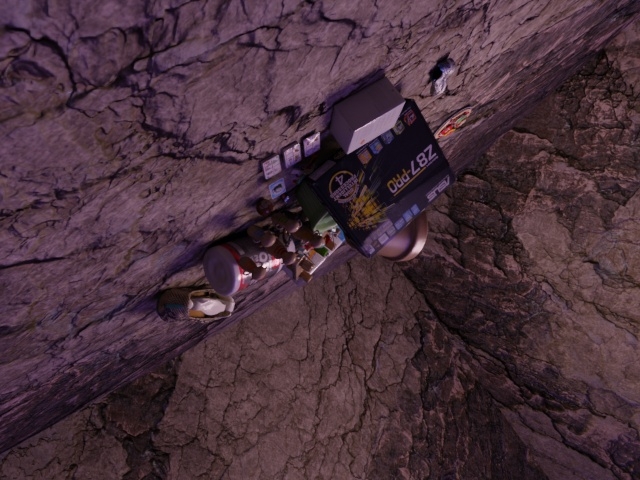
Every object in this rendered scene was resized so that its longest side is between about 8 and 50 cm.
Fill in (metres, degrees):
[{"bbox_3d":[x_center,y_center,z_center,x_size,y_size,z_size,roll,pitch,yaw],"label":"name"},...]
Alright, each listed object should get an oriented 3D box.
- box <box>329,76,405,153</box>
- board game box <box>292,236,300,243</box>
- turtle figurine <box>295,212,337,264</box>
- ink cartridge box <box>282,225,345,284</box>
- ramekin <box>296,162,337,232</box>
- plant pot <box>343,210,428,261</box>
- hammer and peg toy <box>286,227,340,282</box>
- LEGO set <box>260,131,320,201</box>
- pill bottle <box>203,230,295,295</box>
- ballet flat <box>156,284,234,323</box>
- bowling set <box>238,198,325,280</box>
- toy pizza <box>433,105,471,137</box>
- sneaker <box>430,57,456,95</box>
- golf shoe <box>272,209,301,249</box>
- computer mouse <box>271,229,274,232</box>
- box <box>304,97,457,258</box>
[{"bbox_3d":[0.122,-0.334,1.198,0.170,0.091,0.130,-32,169,-13],"label":"box"},{"bbox_3d":[-0.246,0.081,1.976,0.318,0.066,0.318,-23,165,-48],"label":"board game box"},{"bbox_3d":[-0.024,-0.032,1.693,0.175,0.234,0.118,-26,148,-5],"label":"turtle figurine"},{"bbox_3d":[-0.025,0.049,2.128,0.307,0.129,0.223,-45,180,-23],"label":"ink cartridge box"},{"bbox_3d":[0.061,-0.173,1.563,0.303,0.148,0.303,-33,169,-7],"label":"ramekin"},{"bbox_3d":[0.210,-0.052,1.585,0.229,0.263,0.263,-2,151,-35],"label":"plant pot"},{"bbox_3d":[0.000,0.000,1.881,0.361,0.127,0.266,-52,171,-18],"label":"hammer and peg toy"},{"bbox_3d":[-0.084,-0.210,1.295,0.182,0.060,0.244,-32,158,-12],"label":"LEGO set"},{"bbox_3d":[-0.245,0.064,1.610,0.318,0.176,0.176,-23,165,-46],"label":"pill bottle"},{"bbox_3d":[-0.457,0.263,1.799,0.181,0.164,0.483,1,175,14],"label":"ballet flat"},{"bbox_3d":[-0.145,-0.017,1.406,0.287,0.154,0.200,-36,128,-21],"label":"bowling set"},{"bbox_3d":[0.589,-0.514,1.975,0.201,0.032,0.201,-33,169,-7],"label":"toy pizza"},{"bbox_3d":[0.353,-0.491,1.348,0.058,0.052,0.135,-20,158,-18],"label":"sneaker"},{"bbox_3d":[-0.140,-0.024,1.585,0.077,0.093,0.198,121,-8,-54],"label":"golf shoe"},{"bbox_3d":[-0.130,-0.044,1.840,0.106,0.042,0.193,-40,168,22],"label":"computer mouse"},{"bbox_3d":[0.194,-0.188,1.376,0.395,0.318,0.097,-41,-151,-5],"label":"box"}]
